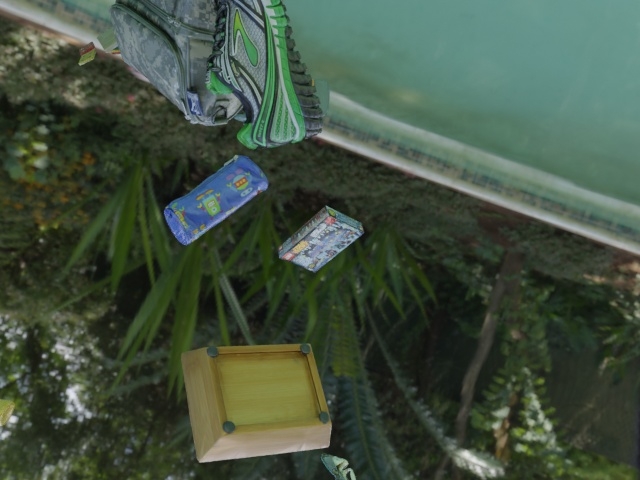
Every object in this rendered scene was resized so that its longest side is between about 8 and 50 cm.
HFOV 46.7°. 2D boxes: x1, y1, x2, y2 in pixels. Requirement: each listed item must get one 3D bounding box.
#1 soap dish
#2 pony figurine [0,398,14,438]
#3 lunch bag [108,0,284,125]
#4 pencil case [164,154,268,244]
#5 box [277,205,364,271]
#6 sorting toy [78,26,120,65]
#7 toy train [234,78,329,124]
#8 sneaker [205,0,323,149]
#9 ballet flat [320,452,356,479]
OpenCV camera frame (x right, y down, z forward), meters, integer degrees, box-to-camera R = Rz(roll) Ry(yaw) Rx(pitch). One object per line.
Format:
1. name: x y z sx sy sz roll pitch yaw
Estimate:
1. soap dish: -0.125 0.321 1.527 0.291 0.118 0.229 2 -124 -29
2. pony figurine: -0.632 0.213 1.023 0.363 0.302 0.351 17 165 1
3. lunch bag: -0.232 -0.373 1.322 0.213 0.256 0.305 -8 -144 -41
4. pencil case: -0.288 -0.120 2.039 0.119 0.306 0.133 15 139 56
5. box: 0.000 0.000 1.368 0.094 0.137 0.027 24 -142 -37
6. sorting toy: -0.561 -0.569 2.093 0.046 0.274 0.132 57 175 -38
7. toy train: -0.115 -0.385 2.040 0.190 0.142 0.334 1 -176 -26
8. sneaker: -0.116 -0.295 1.097 0.146 0.343 0.134 -23 -165 -8
9. ballet flat: 0.039 0.424 1.359 0.041 0.041 0.114 16 -159 -32
